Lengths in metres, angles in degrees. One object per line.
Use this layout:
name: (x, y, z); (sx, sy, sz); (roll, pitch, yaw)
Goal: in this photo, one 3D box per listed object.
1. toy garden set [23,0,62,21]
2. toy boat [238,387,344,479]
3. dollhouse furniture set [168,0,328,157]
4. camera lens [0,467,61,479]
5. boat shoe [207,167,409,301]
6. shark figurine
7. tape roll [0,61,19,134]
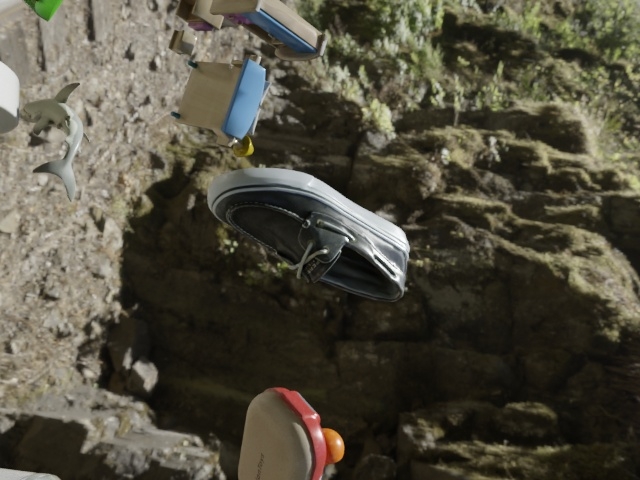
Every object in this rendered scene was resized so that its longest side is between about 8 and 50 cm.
toy garden set: (-0.280, -0.382, 0.627); (0.244, 0.204, 0.049); (-53, 145, 6)
toy boat: (-0.030, 0.329, 0.878); (0.151, 0.151, 0.231); (36, -57, 46)
dollhouse furniture set: (-0.173, -0.318, 1.186); (0.198, 0.286, 0.304); (19, 88, -49)
camera lens: (-0.455, 0.384, 0.699); (0.219, 0.274, 0.220); (6, 90, -87)
boat shoe: (0.000, 0.000, 0.825); (0.121, 0.335, 0.119); (-46, -144, 42)
shark figurine: (-0.547, -0.227, 1.278); (0.278, 0.166, 0.116); (54, -3, 32)
tape roll: (-0.657, -0.223, 0.853); (0.392, 0.391, 0.072); (61, 27, -86)
